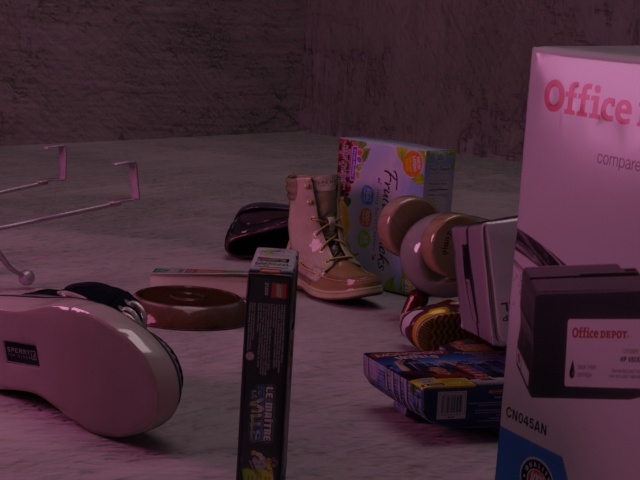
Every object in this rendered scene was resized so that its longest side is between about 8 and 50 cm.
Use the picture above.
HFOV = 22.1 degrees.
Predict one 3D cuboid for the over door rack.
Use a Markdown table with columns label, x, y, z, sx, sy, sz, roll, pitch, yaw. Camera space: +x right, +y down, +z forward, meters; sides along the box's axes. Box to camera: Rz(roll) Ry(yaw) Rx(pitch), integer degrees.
| label | x | y | z | sx | sy | sz | roll | pitch | yaw |
| --- | --- | --- | --- | --- | --- | --- | --- | --- | --- |
| over door rack | -0.428 | -0.022 | 2.260 | 0.324 | 0.108 | 0.239 | -27 | 24 | -31 |

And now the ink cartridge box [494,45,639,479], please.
| label | x | y | z | sx | sy | sz | roll | pitch | yaw |
| --- | --- | --- | --- | --- | --- | --- | --- | --- | --- |
| ink cartridge box | 0.276 | 0.062 | 1.182 | 0.166 | 0.395 | 0.285 | -1 | 10 | -28 |

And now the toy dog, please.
| label | x | y | z | sx | sy | sz | roll | pitch | yaw |
| --- | --- | --- | --- | --- | --- | --- | --- | --- | --- |
| toy dog | 0.223 | 0.059 | 2.105 | 0.333 | 0.161 | 0.220 | 18 | 4 | -3 |

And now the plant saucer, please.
| label | x | y | z | sx | sy | sz | roll | pitch | yaw |
| --- | --- | --- | --- | --- | --- | --- | --- | --- | --- |
| plant saucer | -0.166 | 0.082 | 2.054 | 0.168 | 0.029 | 0.168 | 4 | 8 | -1 |

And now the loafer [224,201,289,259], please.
| label | x | y | z | sx | sy | sz | roll | pitch | yaw |
| --- | --- | --- | --- | --- | --- | --- | --- | --- | --- |
| loafer | 0.000 | 0.000 | 2.470 | 0.302 | 0.109 | 0.095 | 0 | 27 | 20 |

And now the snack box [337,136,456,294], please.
| label | x | y | z | sx | sy | sz | roll | pitch | yaw |
| --- | --- | --- | --- | --- | --- | --- | --- | --- | --- |
| snack box | 0.101 | -0.037 | 2.328 | 0.070 | 0.207 | 0.174 | -6 | 13 | -44 |

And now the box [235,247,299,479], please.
| label | x | y | z | sx | sy | sz | roll | pitch | yaw |
| --- | --- | --- | --- | --- | --- | --- | --- | --- | --- |
| box | -0.042 | 0.117 | 1.310 | 0.036 | 0.207 | 0.114 | 4 | 9 | 1 |

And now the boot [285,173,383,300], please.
| label | x | y | z | sx | sy | sz | roll | pitch | yaw |
| --- | --- | --- | --- | --- | --- | --- | --- | --- | --- |
| boot | 0.013 | -0.008 | 2.239 | 0.077 | 0.165 | 0.213 | -3 | 10 | -31 |

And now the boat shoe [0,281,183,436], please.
| label | x | y | z | sx | sy | sz | roll | pitch | yaw |
| --- | --- | --- | --- | --- | --- | --- | --- | --- | --- |
| boat shoe | -0.208 | 0.098 | 1.605 | 0.158 | 0.127 | 0.340 | -15 | 18 | -41 |

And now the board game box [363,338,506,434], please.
| label | x | y | z | sx | sy | sz | roll | pitch | yaw |
| --- | --- | --- | --- | --- | --- | --- | --- | --- | --- |
| board game box | 0.148 | 0.148 | 1.657 | 0.194 | 0.060 | 0.194 | 0 | 9 | -21 |

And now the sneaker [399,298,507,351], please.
| label | x | y | z | sx | sy | sz | roll | pitch | yaw |
| --- | --- | --- | --- | --- | --- | --- | --- | --- | --- |
| sneaker | 0.186 | 0.096 | 1.964 | 0.185 | 0.070 | 0.084 | 1 | 15 | -21 |

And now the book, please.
| label | x | y | z | sx | sy | sz | roll | pitch | yaw |
| --- | --- | --- | --- | --- | --- | --- | --- | --- | --- |
| book | -0.156 | 0.055 | 2.228 | 0.144 | 0.035 | 0.096 | 2 | 5 | -1 |

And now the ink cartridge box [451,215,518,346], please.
| label | x | y | z | sx | sy | sz | roll | pitch | yaw |
| --- | --- | --- | --- | --- | --- | --- | --- | --- | --- |
| ink cartridge box | 0.267 | 0.030 | 1.734 | 0.223 | 0.129 | 0.307 | -7 | 0 | -1 |
